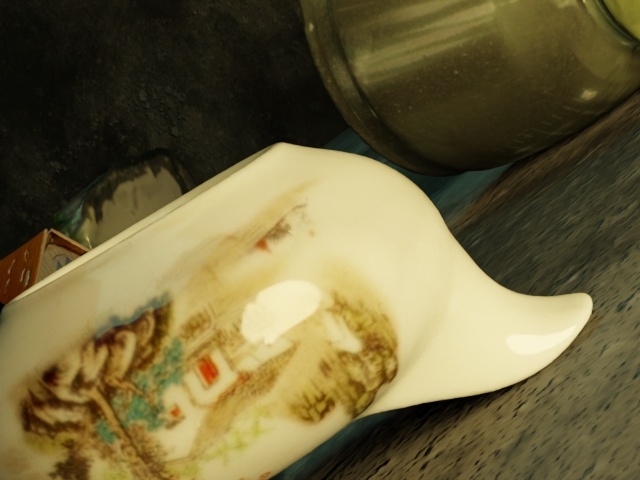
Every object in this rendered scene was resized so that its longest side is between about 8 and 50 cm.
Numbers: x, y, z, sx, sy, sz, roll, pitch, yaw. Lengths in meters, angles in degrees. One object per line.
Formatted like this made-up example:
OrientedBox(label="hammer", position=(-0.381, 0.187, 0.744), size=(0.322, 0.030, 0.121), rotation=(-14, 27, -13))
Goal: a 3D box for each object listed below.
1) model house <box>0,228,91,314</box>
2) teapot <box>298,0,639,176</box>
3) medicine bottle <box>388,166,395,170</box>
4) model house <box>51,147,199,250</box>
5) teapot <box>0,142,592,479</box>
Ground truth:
OrientedBox(label="model house", position=(-0.256, 0.072, 1.349), size=(0.219, 0.136, 0.207), rotation=(-32, 2, 41))
OrientedBox(label="teapot", position=(0.170, -0.161, 1.037), size=(0.239, 0.321, 0.239), rotation=(-9, 65, 46))
OrientedBox(label="medicine bottle", position=(0.000, 0.000, 1.124), size=(0.083, 0.083, 0.203), rotation=(-39, 4, -22))
OrientedBox(label="model house", position=(-0.259, 0.072, 1.611), size=(0.301, 0.190, 0.271), rotation=(-36, 7, 25))
OrientedBox(label="teapot", position=(-0.046, 0.056, 0.610), size=(0.298, 0.139, 0.204), rotation=(-30, 8, 10))
